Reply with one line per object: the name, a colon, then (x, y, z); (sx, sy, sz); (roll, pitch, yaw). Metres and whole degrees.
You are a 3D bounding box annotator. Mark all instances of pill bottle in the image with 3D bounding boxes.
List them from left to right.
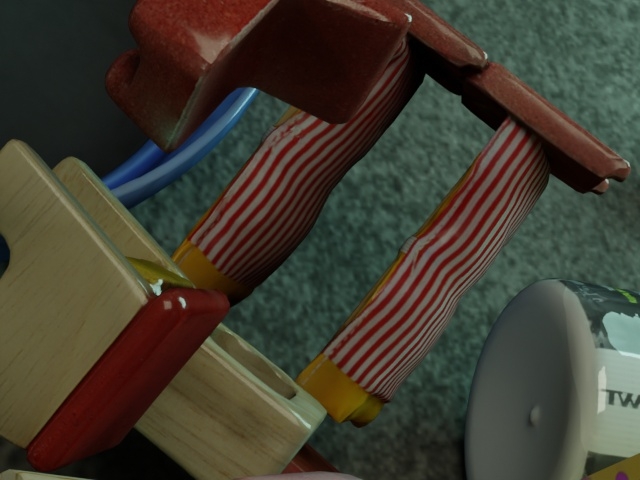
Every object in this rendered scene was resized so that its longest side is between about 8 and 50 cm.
pill bottle: (0.203, 0.099, 0.947); (0.246, 0.130, 0.130); (10, 58, -20)

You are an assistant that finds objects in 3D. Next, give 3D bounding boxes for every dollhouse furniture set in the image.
dollhouse furniture set: (0.000, 0.000, 0.742); (0.152, 0.374, 0.201); (39, 92, 4)

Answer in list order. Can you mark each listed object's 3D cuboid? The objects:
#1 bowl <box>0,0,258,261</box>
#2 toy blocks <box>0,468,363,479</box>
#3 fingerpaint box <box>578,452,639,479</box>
bowl: (-0.202, -0.161, 0.943); (0.391, 0.077, 0.391); (11, 58, -19)
toy blocks: (-0.049, 0.254, 0.650); (0.260, 0.289, 0.309); (13, 63, -37)
fingerpaint box: (0.261, 0.327, 0.753); (0.371, 0.163, 0.444); (23, 52, -35)
